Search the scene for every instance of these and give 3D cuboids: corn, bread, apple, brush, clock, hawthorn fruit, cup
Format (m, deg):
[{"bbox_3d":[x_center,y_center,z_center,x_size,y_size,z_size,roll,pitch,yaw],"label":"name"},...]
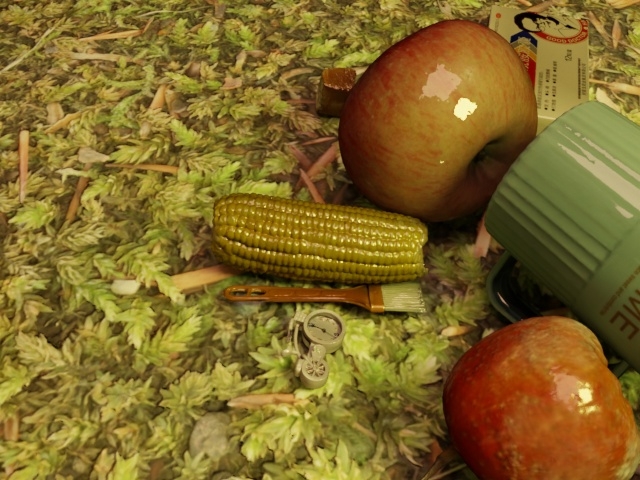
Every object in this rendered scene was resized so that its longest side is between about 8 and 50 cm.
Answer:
[{"bbox_3d":[0.000,0.000,1.091,0.344,0.131,0.131,6,52,4],"label":"corn"},{"bbox_3d":[0.030,-0.292,1.355,0.070,0.083,0.077,8,55,-7],"label":"bread"},{"bbox_3d":[0.202,-0.183,1.136,0.345,0.345,0.269,-26,67,-21],"label":"apple"},{"bbox_3d":[0.004,0.085,1.080,0.314,0.017,0.090,1,24,0],"label":"brush"},{"bbox_3d":[-0.012,0.157,1.025,0.087,0.041,0.129,13,47,3],"label":"clock"},{"bbox_3d":[0.263,0.207,0.877,0.263,0.231,0.235,14,41,2],"label":"hawthorn fruit"},{"bbox_3d":[0.412,0.012,0.961,0.257,0.331,0.311,-34,63,-18],"label":"cup"}]

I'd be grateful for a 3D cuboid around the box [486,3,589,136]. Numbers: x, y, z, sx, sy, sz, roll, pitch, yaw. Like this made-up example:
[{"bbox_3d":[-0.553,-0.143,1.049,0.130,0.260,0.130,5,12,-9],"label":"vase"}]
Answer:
[{"bbox_3d":[0.440,-0.351,1.435,0.214,0.069,0.353,11,50,6],"label":"box"}]
